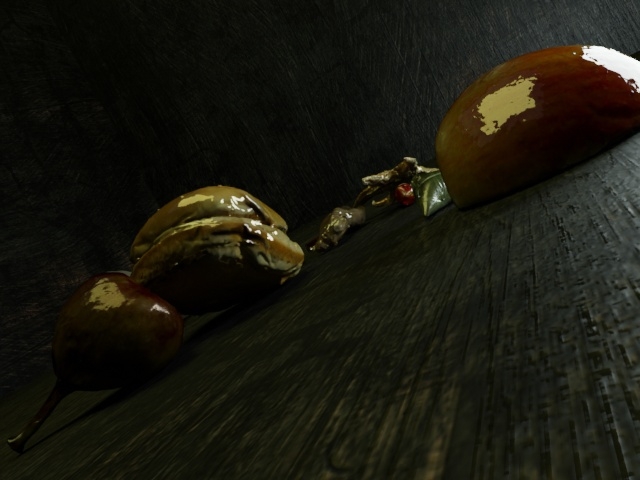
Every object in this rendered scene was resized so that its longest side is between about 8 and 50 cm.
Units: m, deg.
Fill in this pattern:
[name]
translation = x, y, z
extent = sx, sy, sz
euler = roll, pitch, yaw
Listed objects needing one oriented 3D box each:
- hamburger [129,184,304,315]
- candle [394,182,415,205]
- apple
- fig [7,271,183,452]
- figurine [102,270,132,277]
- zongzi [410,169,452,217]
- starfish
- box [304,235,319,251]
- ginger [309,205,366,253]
[hamburger]
translation = -0.201, 0.034, 1.013
extent = 0.284, 0.174, 0.304
euler = -32, -29, 12
[candle]
translation = 0.207, -0.112, 1.292
extent = 0.052, 0.052, 0.130
euler = -28, 5, 10
[apple]
translation = 0.333, -0.179, 0.787
extent = 0.346, 0.254, 0.179
euler = -28, -36, 10
[fig]
translation = -0.352, 0.167, 0.794
extent = 0.290, 0.190, 0.191
euler = -30, 4, -26
[figurine]
translation = -0.458, 0.176, 1.342
extent = 0.249, 0.203, 0.380
euler = -21, -6, 11
[zongzi]
translation = 0.242, -0.086, 0.922
extent = 0.154, 0.062, 0.130
euler = -13, 27, 6
[starfish]
translation = 0.188, -0.158, 1.397
extent = 0.299, 0.060, 0.302
euler = -19, -14, 12
[box]
translation = 0.000, 0.000, 1.475
extent = 0.052, 0.023, 0.082
euler = -26, 5, 39
[ginger]
translation = 0.051, -0.037, 1.338
extent = 0.122, 0.084, 0.290
euler = -52, -2, 21
